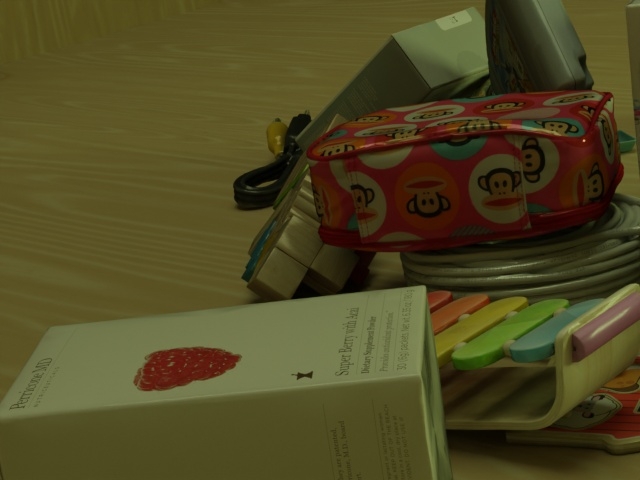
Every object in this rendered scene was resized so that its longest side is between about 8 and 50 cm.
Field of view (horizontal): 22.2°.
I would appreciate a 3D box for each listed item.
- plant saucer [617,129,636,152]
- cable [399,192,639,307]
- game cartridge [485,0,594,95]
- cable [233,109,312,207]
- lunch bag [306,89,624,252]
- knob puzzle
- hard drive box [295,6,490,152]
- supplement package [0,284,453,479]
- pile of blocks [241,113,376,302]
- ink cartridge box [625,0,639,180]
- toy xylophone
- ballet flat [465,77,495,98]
[{"bbox_3d":[0.309,-0.113,2.117,0.192,0.018,0.067,-12,17,-7],"label":"plant saucer"},{"bbox_3d":[0.208,0.018,1.624,0.257,0.089,0.257,-16,18,-20],"label":"cable"},{"bbox_3d":[0.242,-0.186,1.839,0.062,0.198,0.297,-23,-24,-5],"label":"game cartridge"},{"bbox_3d":[-0.029,-0.099,2.220,0.139,0.072,0.287,12,33,8],"label":"cable"},{"bbox_3d":[0.148,-0.082,1.619,0.293,0.120,0.258,-4,17,19],"label":"lunch bag"},{"bbox_3d":[0.267,0.123,1.355,0.213,0.030,0.213,-8,17,2],"label":"knob puzzle"},{"bbox_3d":[0.106,-0.181,2.101,0.181,0.089,0.232,-24,-14,-47],"label":"hard drive box"},{"bbox_3d":[-0.060,0.154,1.163,0.293,0.175,0.177,-7,18,7],"label":"supplement package"},{"bbox_3d":[0.000,0.000,1.802,0.113,0.149,0.362,34,29,-7],"label":"pile of blocks"},{"bbox_3d":[0.446,-0.144,1.718,0.198,0.270,0.197,-1,19,25],"label":"ink cartridge box"},{"bbox_3d":[0.137,0.088,1.383,0.323,0.081,0.236,-8,13,37],"label":"toy xylophone"},{"bbox_3d":[0.192,-0.126,2.028,0.123,0.123,0.348,0,26,27],"label":"ballet flat"}]
